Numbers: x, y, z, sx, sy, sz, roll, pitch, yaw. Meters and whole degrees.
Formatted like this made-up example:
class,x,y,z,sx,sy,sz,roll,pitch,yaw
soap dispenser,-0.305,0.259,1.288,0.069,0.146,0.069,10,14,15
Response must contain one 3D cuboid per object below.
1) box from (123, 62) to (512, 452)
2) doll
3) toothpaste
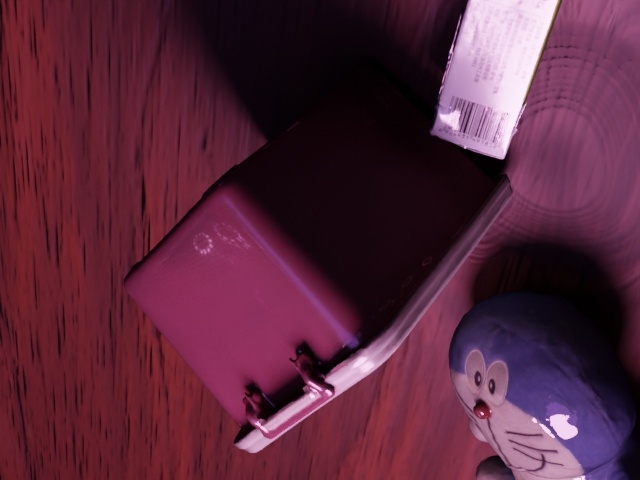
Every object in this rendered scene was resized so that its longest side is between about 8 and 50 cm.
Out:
class,x,y,z,sx,sy,sz,roll,pitch,yaw
box,0.000,0.000,0.888,0.167,0.294,0.193,48,130,-4
doll,0.204,0.162,1.001,0.228,0.154,0.258,31,161,52
toothpaste,0.148,-0.212,0.777,0.067,0.081,0.337,20,132,7
